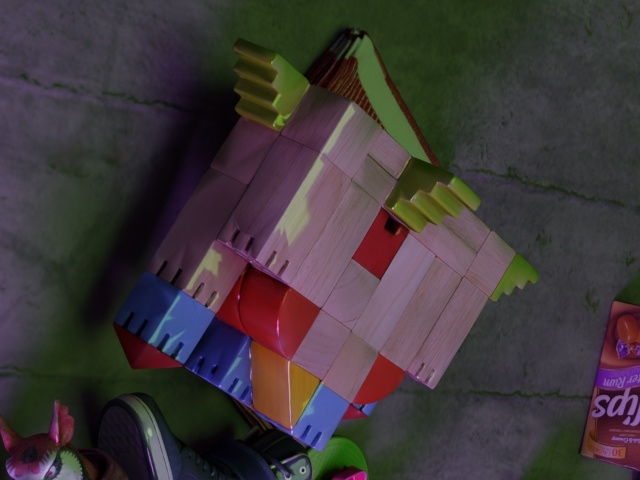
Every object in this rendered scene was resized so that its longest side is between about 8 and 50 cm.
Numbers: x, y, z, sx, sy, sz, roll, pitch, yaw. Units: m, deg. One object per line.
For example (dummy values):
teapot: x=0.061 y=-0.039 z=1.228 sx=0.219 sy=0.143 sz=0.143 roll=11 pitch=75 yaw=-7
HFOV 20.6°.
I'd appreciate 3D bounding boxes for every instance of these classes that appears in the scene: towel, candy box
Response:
towel: x=0.000 y=0.000 z=1.591 sx=0.329 sy=0.037 sz=0.237 roll=-56 pitch=137 yaw=-25
candy box: x=0.375 y=0.170 z=2.024 sx=0.053 sy=0.109 sz=0.186 roll=12 pitch=89 yaw=-51

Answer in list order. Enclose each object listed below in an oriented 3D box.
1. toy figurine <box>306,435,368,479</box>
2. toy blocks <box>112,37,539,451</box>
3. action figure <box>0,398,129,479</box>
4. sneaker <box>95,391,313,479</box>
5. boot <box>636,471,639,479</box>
toy figurine: x=0.061 y=0.284 z=1.637 sx=0.130 sy=0.159 sz=0.173 roll=-17 pitch=112 yaw=-47
toy blocks: x=-0.001 y=0.046 z=1.459 sx=0.381 sy=0.191 sz=0.261 roll=38 pitch=81 yaw=-48
action figure: x=-0.156 y=0.273 z=1.306 sx=0.276 sy=0.248 sz=0.370 roll=-29 pitch=123 yaw=-44
sneaker: x=-0.093 y=0.181 z=1.472 sx=0.163 sy=0.086 sz=0.226 roll=-35 pitch=135 yaw=-27
boot: x=0.483 y=0.230 z=2.188 sx=0.229 sy=0.091 sz=0.263 roll=-27 pitch=121 yaw=-46
